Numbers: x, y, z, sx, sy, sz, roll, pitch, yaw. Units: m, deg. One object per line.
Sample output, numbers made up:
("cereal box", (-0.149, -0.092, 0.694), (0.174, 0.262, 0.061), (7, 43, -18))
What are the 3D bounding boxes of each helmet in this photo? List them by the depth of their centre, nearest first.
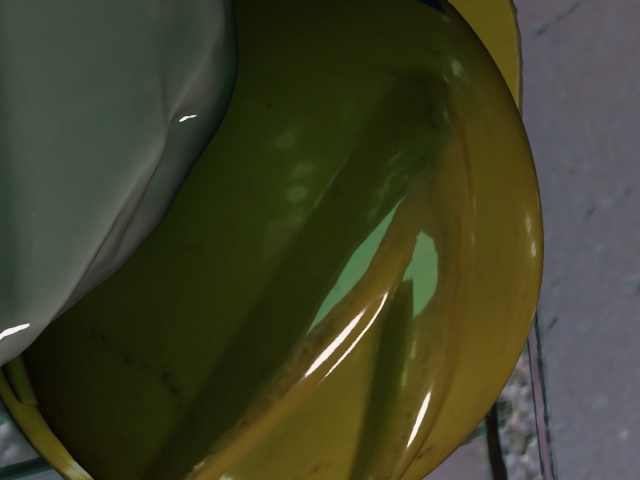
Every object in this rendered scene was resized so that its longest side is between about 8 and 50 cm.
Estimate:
("helmet", (0.000, 0.000, 0.513), (0.205, 0.140, 0.257), (17, 98, -24))

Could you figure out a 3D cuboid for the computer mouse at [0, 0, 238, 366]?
("computer mouse", (-0.215, 0.000, 0.386), (0.429, 0.145, 0.228), (-39, 100, -21))
